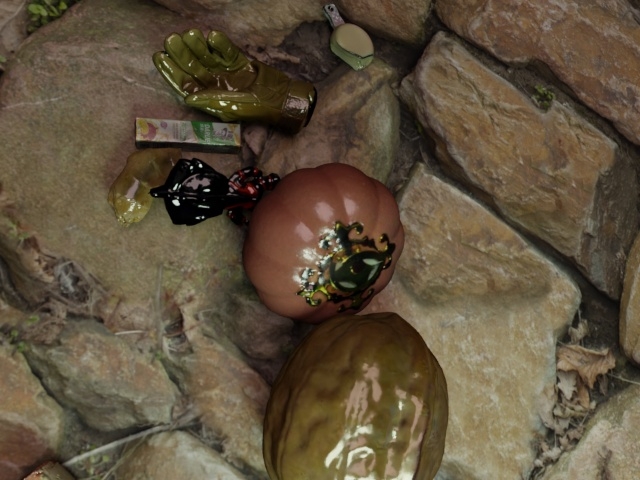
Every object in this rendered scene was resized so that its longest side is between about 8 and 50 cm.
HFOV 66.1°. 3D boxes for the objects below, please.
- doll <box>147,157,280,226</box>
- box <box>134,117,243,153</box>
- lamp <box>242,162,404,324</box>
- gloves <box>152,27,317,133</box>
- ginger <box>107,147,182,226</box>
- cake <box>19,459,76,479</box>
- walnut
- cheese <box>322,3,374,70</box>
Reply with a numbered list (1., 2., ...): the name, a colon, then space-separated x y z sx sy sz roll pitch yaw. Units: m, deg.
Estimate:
1. doll: -0.198 -0.087 0.932 0.249 0.088 0.127 -6 88 -31
2. box: -0.262 -0.207 0.983 0.207 0.041 0.049 0 75 -18
3. lamp: 0.000 0.000 0.904 0.306 0.239 0.305 -15 125 -22
4. gloves: -0.169 -0.313 0.992 0.331 0.141 0.154 14 97 -24
5. ginger: -0.325 -0.112 0.920 0.095 0.069 0.190 48 60 -37
6. cake: -0.462 0.435 0.737 0.225 0.090 0.109 -39 92 -5
7. walnut: 0.067 0.282 0.824 0.306 0.306 0.343 27 78 -10
8. cheese: 0.055 -0.480 1.161 0.171 0.047 0.092 43 64 -3
